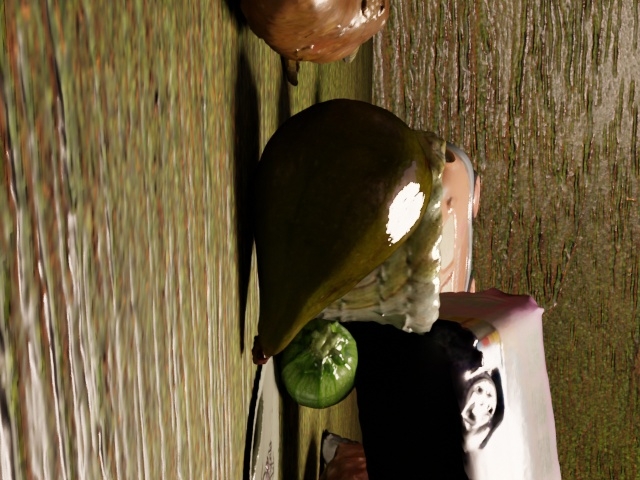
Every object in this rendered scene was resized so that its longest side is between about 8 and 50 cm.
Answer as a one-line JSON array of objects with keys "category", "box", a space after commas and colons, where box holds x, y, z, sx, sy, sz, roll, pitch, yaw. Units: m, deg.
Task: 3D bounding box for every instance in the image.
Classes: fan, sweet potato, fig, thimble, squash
[{"category": "fan", "box": [-0.048, 0.206, 0.874, 0.414, 0.012, 0.233, 3, 88, -87]}, {"category": "sweet potato", "box": [-0.001, -0.169, 0.807, 0.354, 0.095, 0.106, -70, 166, -71]}, {"category": "fig", "box": [-0.010, -0.015, 0.828, 0.127, 0.185, 0.133, 53, -14, -15]}, {"category": "thimble", "box": [0.039, -0.009, 1.064, 0.137, 0.143, 0.191, -73, 164, -76]}, {"category": "squash", "box": [0.000, 0.116, 1.083, 0.077, 0.068, 0.219, -42, 169, -9]}]

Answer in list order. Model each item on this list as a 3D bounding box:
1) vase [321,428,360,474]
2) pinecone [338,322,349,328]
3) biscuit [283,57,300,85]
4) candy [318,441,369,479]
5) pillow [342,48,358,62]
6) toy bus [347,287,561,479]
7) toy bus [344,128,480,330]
[{"category": "vase", "box": [0.120, 0.330, 1.659, 0.115, 0.237, 0.116, 2, 90, -85]}, {"category": "pinecone", "box": [0.011, 0.062, 1.213, 0.077, 0.077, 0.083, 83, 21, -64]}, {"category": "biscuit", "box": [-0.020, -0.250, 1.009, 0.144, 0.016, 0.203, 81, 13, -70]}, {"category": "candy", "box": [0.058, 0.368, 1.416, 0.289, 0.157, 0.214, -92, -172, -65]}, {"category": "pillow", "box": [0.036, -0.324, 1.562, 0.203, 0.038, 0.113, 70, 23, -77]}, {"category": "toy bus", "box": [0.156, 0.241, 1.202, 0.162, 0.171, 0.387, -19, 107, -37]}, {"category": "toy bus", "box": [0.070, 0.026, 1.355, 0.232, 0.194, 0.288, -53, 148, -60]}]
